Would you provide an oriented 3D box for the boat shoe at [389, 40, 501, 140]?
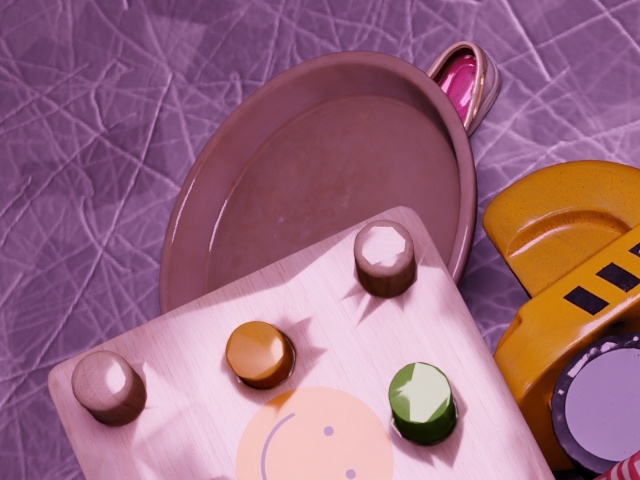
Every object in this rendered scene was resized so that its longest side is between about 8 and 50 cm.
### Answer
[{"bbox_3d":[0.074,-0.071,1.274,0.063,0.059,0.170,22,78,22],"label":"boat shoe"}]

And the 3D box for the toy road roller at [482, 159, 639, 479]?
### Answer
[{"bbox_3d":[0.251,0.030,1.116,0.329,0.202,0.240,-36,55,4],"label":"toy road roller"}]

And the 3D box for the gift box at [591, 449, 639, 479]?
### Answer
[{"bbox_3d":[0.282,0.189,0.837,0.258,0.255,0.276,-20,72,-9],"label":"gift box"}]

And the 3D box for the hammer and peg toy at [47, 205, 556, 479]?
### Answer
[{"bbox_3d":[0.013,0.185,1.026,0.266,0.127,0.361,-24,73,-3],"label":"hammer and peg toy"}]

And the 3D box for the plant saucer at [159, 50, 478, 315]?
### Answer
[{"bbox_3d":[0.000,0.000,1.236,0.278,0.041,0.278,-17,62,34],"label":"plant saucer"}]
